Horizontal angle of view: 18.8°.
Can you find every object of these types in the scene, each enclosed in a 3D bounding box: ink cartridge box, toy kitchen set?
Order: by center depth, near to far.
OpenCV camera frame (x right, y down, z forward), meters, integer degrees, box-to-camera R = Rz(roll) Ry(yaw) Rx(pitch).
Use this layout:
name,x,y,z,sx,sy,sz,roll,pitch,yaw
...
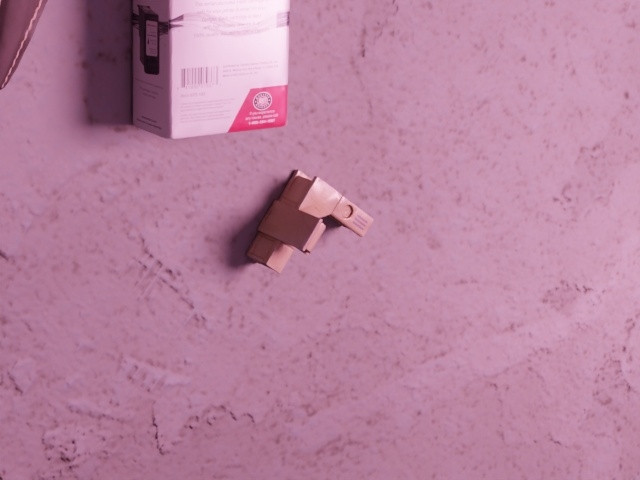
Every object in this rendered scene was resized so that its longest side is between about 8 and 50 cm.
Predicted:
name,x,y,z,sx,sy,sz,roll,pitch,yaw
ink cartridge box,-0.084,-0.161,1.488,0.109,0.063,0.151,-8,107,-33
toy kitchen set,0.000,0.000,1.591,0.075,0.068,0.083,36,83,-36

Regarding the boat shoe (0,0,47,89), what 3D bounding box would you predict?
name,x,y,z,sx,sy,sz,roll,pitch,yaw
boat shoe,-0.195,-0.257,1.354,0.095,0.112,0.335,5,97,-31
